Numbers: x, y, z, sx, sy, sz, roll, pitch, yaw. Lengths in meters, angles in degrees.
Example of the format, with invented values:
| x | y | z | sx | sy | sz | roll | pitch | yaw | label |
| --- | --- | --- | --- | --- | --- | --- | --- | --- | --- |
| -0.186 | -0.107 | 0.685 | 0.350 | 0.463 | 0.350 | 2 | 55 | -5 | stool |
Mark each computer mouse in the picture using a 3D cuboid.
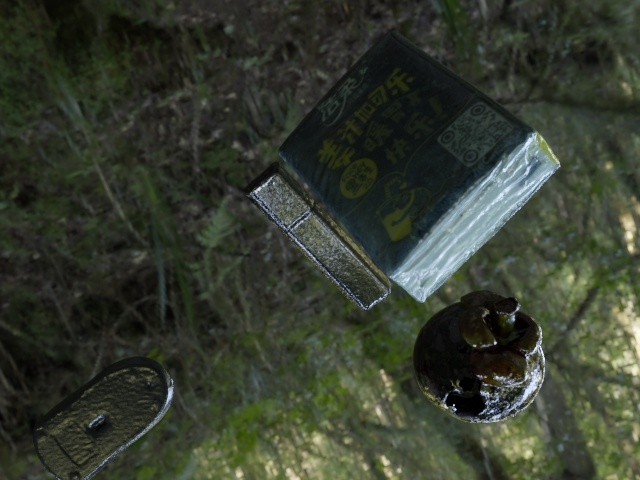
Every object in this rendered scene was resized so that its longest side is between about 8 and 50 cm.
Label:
| x | y | z | sx | sy | sz | roll | pitch | yaw | label |
| --- | --- | --- | --- | --- | --- | --- | --- | --- | --- |
| -0.370 | 0.303 | 1.567 | 0.270 | 0.137 | 0.086 | -39 | -177 | 1 | computer mouse |

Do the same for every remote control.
| x | y | z | sx | sy | sz | roll | pitch | yaw | label |
| --- | --- | --- | --- | --- | --- | --- | --- | --- | --- |
| 0.000 | 0.000 | 1.172 | 0.063 | 0.245 | 0.025 | -40 | -155 | 10 | remote control |

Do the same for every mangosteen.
| x | y | z | sx | sy | sz | roll | pitch | yaw | label |
| --- | --- | --- | --- | --- | --- | --- | --- | --- | --- |
| 0.262 | 0.174 | 1.425 | 0.211 | 0.211 | 0.250 | -32 | 156 | -37 | mangosteen |

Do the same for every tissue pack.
| x | y | z | sx | sy | sz | roll | pitch | yaw | label |
| --- | --- | --- | --- | --- | --- | --- | --- | --- | --- |
| 0.084 | -0.085 | 0.895 | 0.185 | 0.081 | 0.257 | -45 | -138 | 5 | tissue pack |
